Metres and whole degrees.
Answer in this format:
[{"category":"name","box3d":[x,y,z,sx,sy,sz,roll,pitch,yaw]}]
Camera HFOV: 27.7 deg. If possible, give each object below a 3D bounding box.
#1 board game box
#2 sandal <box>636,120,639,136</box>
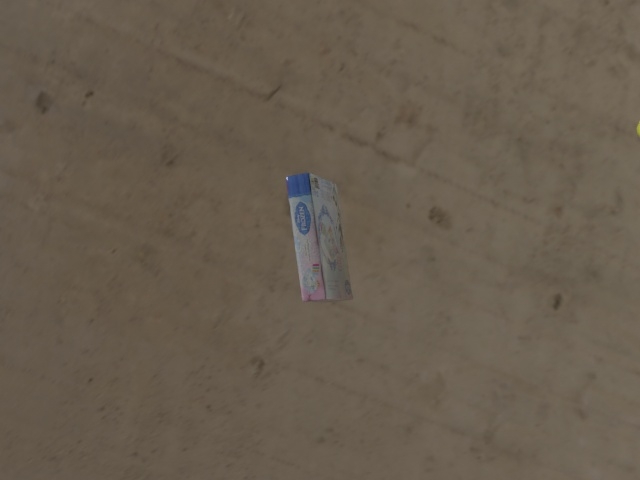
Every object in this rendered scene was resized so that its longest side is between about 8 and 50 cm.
[{"category":"board game box","box3d":[0.000,0.000,0.944,0.020,0.090,0.090,-10,-96,13]},{"category":"sandal","box3d":[0.485,-0.174,1.567,0.126,0.317,0.138,4,-81,-17]}]
